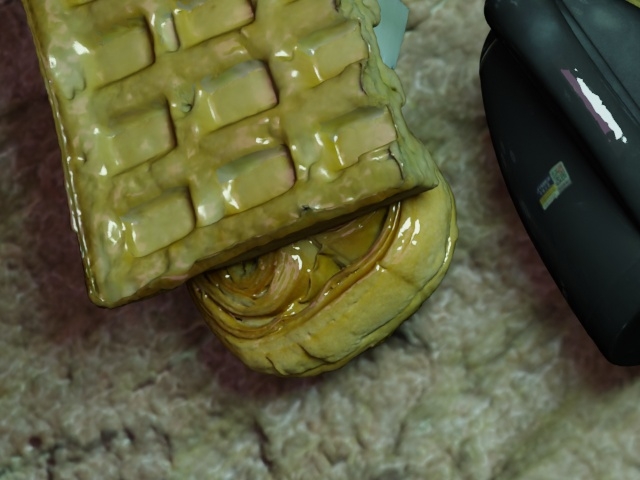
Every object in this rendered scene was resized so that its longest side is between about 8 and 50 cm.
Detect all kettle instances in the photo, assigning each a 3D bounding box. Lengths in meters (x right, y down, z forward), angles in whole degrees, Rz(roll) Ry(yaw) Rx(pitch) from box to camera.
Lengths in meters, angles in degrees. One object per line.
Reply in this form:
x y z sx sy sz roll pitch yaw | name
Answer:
0.224 -0.083 1.511 0.207 0.268 0.290 -34 69 9 | kettle

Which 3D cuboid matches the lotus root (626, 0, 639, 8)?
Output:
0.291 -0.200 1.598 0.108 0.094 0.190 -39 77 -6 | lotus root

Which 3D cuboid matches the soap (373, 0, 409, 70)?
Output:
-0.034 -0.189 1.715 0.198 0.119 0.066 7 84 23 | soap

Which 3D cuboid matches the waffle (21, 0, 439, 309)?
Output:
-0.093 -0.143 1.625 0.304 0.077 0.348 -21 74 20 | waffle

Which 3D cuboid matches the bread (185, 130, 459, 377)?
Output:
0.002 0.002 1.668 0.236 0.120 0.198 -39 68 13 | bread
